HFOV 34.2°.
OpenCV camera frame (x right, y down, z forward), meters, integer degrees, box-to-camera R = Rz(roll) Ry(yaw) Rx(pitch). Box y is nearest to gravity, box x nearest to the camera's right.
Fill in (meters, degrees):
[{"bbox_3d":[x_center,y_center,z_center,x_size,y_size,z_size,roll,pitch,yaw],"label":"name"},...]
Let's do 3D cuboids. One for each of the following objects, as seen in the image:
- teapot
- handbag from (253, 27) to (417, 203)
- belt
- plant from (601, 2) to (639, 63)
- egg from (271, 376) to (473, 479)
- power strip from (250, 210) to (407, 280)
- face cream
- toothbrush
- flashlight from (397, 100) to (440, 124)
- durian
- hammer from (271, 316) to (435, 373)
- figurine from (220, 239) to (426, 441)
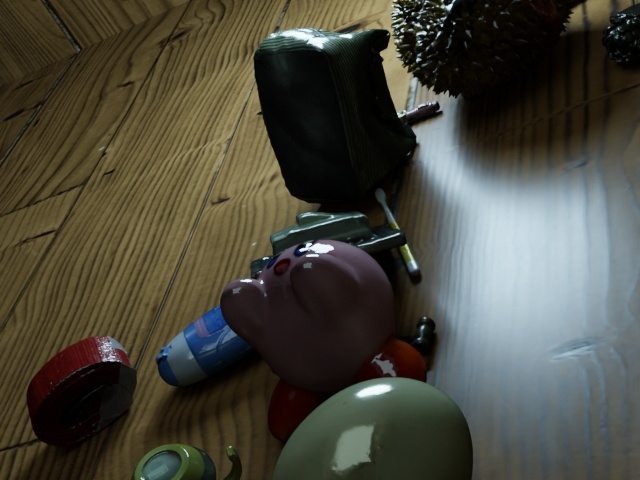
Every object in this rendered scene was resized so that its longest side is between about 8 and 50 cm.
[{"bbox_3d":[-0.187,0.351,1.479,0.165,0.119,0.130,-24,38,-2],"label":"teapot"},{"bbox_3d":[0.031,-0.254,1.992,0.247,0.341,0.240,3,28,43],"label":"handbag"},{"bbox_3d":[-0.421,0.258,1.829,0.201,0.128,0.124,-37,31,-5],"label":"belt"},{"bbox_3d":[0.569,-0.379,1.879,0.092,0.094,0.143,20,53,42],"label":"plant"},{"bbox_3d":[0.062,0.286,1.240,0.269,0.219,0.219,-47,29,5],"label":"egg"},{"bbox_3d":[0.001,-0.002,1.731,0.251,0.092,0.257,-9,4,-4],"label":"power strip"},{"bbox_3d":[-0.161,0.159,1.773,0.264,0.083,0.149,-33,24,-1],"label":"face cream"},{"bbox_3d":[0.134,-0.015,1.820,0.021,0.024,0.288,-31,31,8],"label":"toothbrush"},{"bbox_3d":[0.189,-0.258,2.115,0.110,0.031,0.052,-20,31,21],"label":"flashlight"},{"bbox_3d":[0.311,-0.450,2.013,0.384,0.348,0.347,-26,28,-14],"label":"durian"},{"bbox_3d":[0.044,0.174,1.621,0.292,0.029,0.058,-16,32,30],"label":"hammer"},{"bbox_3d":[0.011,0.120,1.528,0.269,0.261,0.211,-23,14,31],"label":"figurine"}]
